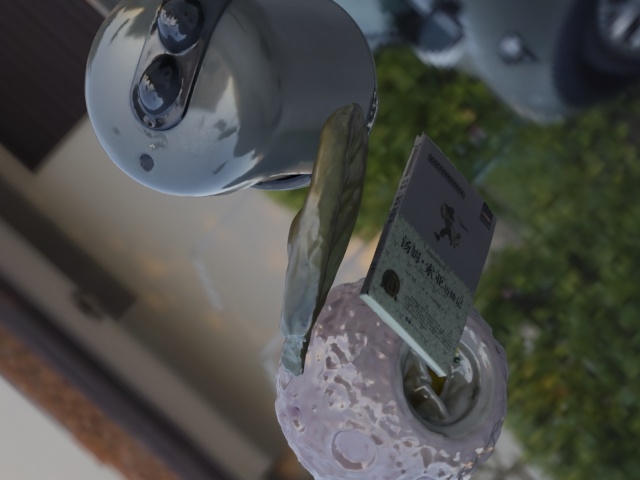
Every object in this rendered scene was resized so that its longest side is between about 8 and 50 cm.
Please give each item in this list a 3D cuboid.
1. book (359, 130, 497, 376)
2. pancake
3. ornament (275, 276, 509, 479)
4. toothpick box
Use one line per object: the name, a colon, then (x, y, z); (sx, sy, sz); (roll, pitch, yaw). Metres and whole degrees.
book: (0.098, 0.012, 1.504); (0.014, 0.181, 0.127); (-12, 134, 40)
pancake: (-0.001, 0.000, 1.365); (0.042, 0.222, 0.236); (12, 178, 5)
ornament: (0.074, 0.164, 1.880); (0.259, 0.259, 0.225); (42, 149, -20)
toothpick box: (-0.087, -0.155, 1.603); (0.229, 0.229, 0.316); (44, -163, 13)
